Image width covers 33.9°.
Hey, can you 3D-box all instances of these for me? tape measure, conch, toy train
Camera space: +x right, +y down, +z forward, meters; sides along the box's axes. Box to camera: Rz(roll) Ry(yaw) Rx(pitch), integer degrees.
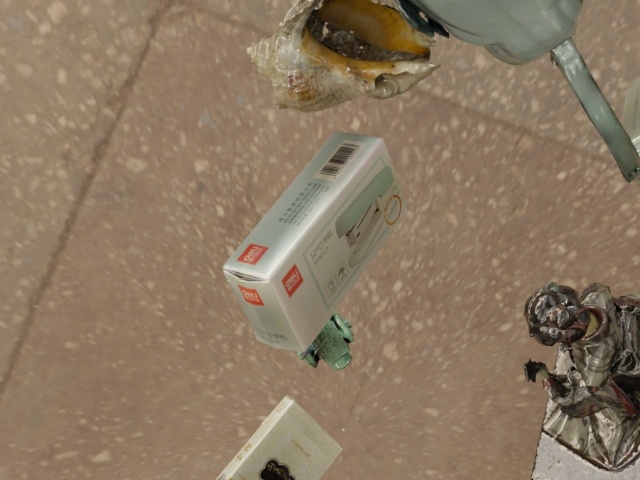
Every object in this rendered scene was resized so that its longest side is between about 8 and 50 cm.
[{"bbox_3d":[0.122,-0.137,0.559,0.084,0.330,0.164,-25,57,35],"label":"tape measure"},{"bbox_3d":[0.031,-0.243,1.306,0.245,0.178,0.163,7,73,1],"label":"conch"},{"bbox_3d":[-0.032,0.095,1.689,0.101,0.159,0.248,-34,106,2],"label":"toy train"}]

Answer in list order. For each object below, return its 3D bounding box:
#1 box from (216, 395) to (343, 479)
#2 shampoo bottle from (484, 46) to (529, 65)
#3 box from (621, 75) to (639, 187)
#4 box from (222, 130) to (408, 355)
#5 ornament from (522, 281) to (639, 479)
[{"bbox_3d":[-0.058,0.255,1.099,0.167,0.024,0.090,-49,116,-16],"label":"box"},{"bbox_3d":[0.307,-0.350,1.373,0.085,0.085,0.262,35,75,7],"label":"shampoo bottle"},{"bbox_3d":[0.507,-0.132,1.422,0.175,0.312,0.182,-35,102,31],"label":"box"},{"bbox_3d":[0.000,0.000,1.294,0.079,0.135,0.269,12,50,36],"label":"box"},{"bbox_3d":[0.199,0.088,0.816,0.153,0.196,0.166,-5,60,43],"label":"ornament"}]
